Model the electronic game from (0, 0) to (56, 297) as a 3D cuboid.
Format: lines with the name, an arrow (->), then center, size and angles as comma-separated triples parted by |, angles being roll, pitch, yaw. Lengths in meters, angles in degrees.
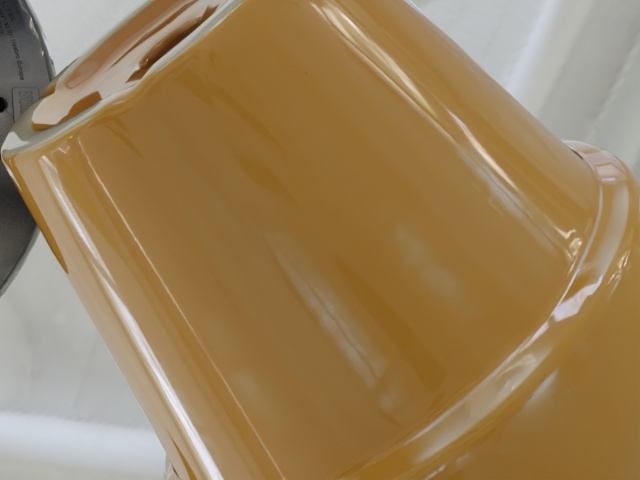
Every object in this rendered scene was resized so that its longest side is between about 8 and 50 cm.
electronic game -> -0.226, -0.049, 0.625 | 0.229, 0.048, 0.229 | 0, -91, 10

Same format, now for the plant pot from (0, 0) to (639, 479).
plant pot -> 0.000, 0.000, 0.483 | 0.205, 0.205, 0.188 | -37, -69, 3
